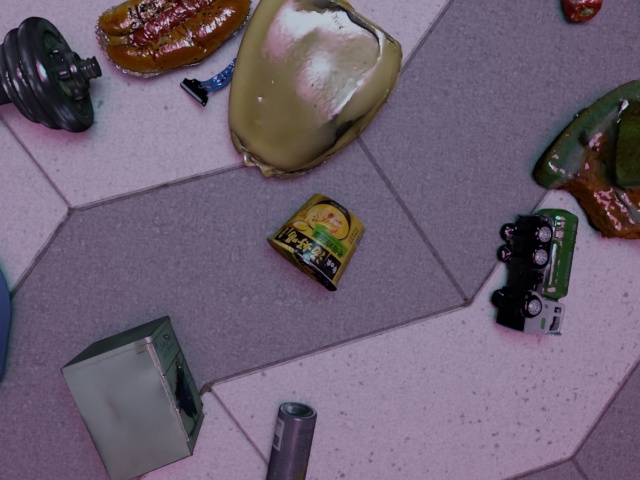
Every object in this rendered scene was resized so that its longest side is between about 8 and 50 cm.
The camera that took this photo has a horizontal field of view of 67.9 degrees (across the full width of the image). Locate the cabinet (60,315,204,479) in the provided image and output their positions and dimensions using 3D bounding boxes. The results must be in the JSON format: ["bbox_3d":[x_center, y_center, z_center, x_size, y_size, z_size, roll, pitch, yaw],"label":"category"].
[{"bbox_3d":[-0.301,0.261,0.807,0.150,0.145,0.206,-20,96,-5],"label":"cabinet"}]

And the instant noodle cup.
[{"bbox_3d":[0.000,0.000,0.833,0.151,0.151,0.122,40,78,-7],"label":"instant noodle cup"}]

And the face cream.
[{"bbox_3d":[-0.066,0.448,0.882,0.073,0.073,0.283,10,92,-7],"label":"face cream"}]

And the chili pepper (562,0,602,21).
[{"bbox_3d":[0.492,-0.479,0.892,0.070,0.073,0.123,0,92,36],"label":"chili pepper"}]

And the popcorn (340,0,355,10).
[{"bbox_3d":[0.021,-0.401,0.851,0.084,0.084,0.084,0,94,-7],"label":"popcorn"}]

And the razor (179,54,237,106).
[{"bbox_3d":[-0.136,-0.339,0.842,0.253,0.042,0.082,-47,61,-3],"label":"razor"}]

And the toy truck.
[{"bbox_3d":[0.413,0.056,0.902,0.125,0.101,0.242,10,90,-19],"label":"toy truck"}]

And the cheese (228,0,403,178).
[{"bbox_3d":[-0.029,-0.250,0.802,0.260,0.128,0.316,31,103,0],"label":"cheese"}]

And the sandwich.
[{"bbox_3d":[0.571,-0.116,0.877,0.250,0.162,0.301,-36,94,1],"label":"sandwich"}]

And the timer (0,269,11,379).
[{"bbox_3d":[-0.705,0.105,0.738,0.395,0.173,0.395,0,94,-5],"label":"timer"}]

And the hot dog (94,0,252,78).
[{"bbox_3d":[-0.243,-0.370,0.809,0.268,0.075,0.144,-30,94,-6],"label":"hot dog"}]

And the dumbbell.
[{"bbox_3d":[-0.543,-0.219,0.732,0.406,0.179,0.179,-16,95,-4],"label":"dumbbell"}]
